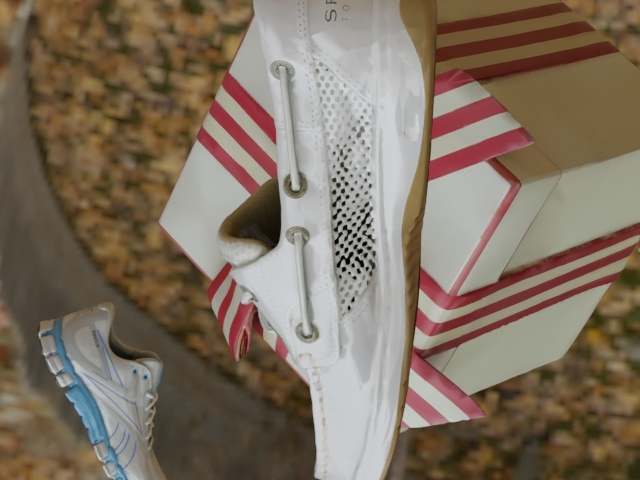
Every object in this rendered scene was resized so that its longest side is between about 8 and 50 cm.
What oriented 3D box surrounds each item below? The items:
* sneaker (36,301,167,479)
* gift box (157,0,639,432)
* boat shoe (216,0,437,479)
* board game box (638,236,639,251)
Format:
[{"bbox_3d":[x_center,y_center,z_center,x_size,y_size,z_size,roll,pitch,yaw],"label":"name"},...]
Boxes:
[{"bbox_3d":[-0.161,0.138,1.638,0.083,0.071,0.191,-26,103,3],"label":"sneaker"},{"bbox_3d":[0.077,-0.034,1.267,0.258,0.276,0.255,-15,137,-45],"label":"gift box"},{"bbox_3d":[0.000,0.000,0.913,0.096,0.098,0.277,3,119,1],"label":"boat shoe"},{"bbox_3d":[0.173,-0.082,0.718,0.043,0.181,0.092,20,159,-15],"label":"board game box"}]
